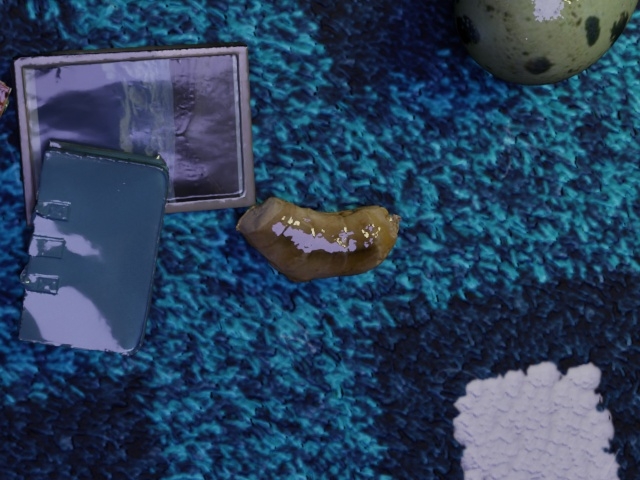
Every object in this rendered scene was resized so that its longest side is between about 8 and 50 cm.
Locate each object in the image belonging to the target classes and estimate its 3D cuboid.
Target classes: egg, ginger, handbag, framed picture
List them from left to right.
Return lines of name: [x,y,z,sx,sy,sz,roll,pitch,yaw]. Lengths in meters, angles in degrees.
handbag: [-0.246,0.009,1.784,0.144,0.057,0.221,9,105,-12]
framed picture: [-0.201,-0.117,1.799,0.260,0.023,0.189,-5,105,-12]
ginger: [0.000,-0.002,1.842,0.190,0.069,0.095,-2,86,-12]
egg: [0.252,-0.265,1.792,0.228,0.177,0.177,-26,106,-21]

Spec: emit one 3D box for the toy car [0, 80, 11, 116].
toy car: [-0.373,-0.119,1.750,0.059,0.035,0.122,22,94,-20]
